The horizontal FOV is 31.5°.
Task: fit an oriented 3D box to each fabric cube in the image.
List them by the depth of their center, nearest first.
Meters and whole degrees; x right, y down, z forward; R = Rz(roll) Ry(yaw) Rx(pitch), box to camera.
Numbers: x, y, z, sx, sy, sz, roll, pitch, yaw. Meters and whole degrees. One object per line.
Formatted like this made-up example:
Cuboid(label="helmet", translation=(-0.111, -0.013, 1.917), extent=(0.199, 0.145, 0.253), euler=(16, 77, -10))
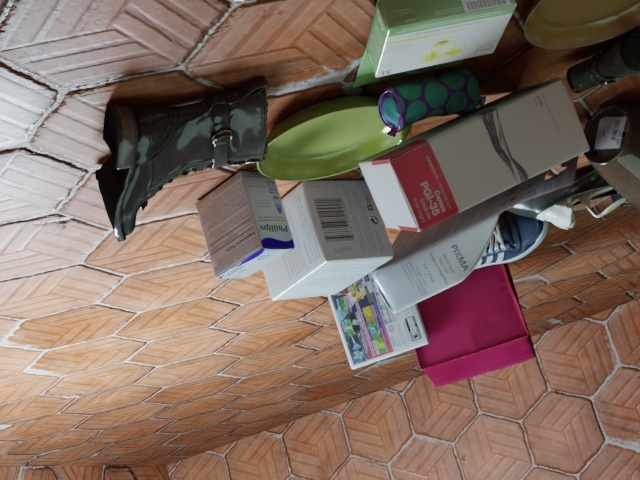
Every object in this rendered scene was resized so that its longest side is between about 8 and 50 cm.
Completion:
Cuboid(label="fabric cube", translation=(0.328, 0.163, 2.586), extent=(0.254, 0.259, 0.258), euler=(-18, 160, 10))

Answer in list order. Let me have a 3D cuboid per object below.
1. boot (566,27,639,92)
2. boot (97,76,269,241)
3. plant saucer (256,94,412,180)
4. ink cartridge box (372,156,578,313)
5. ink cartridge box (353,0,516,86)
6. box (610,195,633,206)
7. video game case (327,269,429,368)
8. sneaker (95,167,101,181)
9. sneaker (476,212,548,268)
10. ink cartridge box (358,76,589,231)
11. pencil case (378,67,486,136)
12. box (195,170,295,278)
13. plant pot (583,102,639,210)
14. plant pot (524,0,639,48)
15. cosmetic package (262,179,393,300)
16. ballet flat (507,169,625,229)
Cuboid(label="boot", translation=(0.498, -0.284, 1.695), extent=(0.247, 0.083, 0.161), euler=(-14, 178, -25))
Cuboid(label="boot", translation=(-0.180, -0.105, 1.549), extent=(0.229, 0.091, 0.263), euler=(-10, 145, -23))
Cuboid(label="plant saucer", translation=(0.017, -0.157, 1.697), extent=(0.241, 0.037, 0.241), euler=(-15, 163, -5))
Cuboid(label="ink cartridge box", translation=(0.302, -0.024, 2.046), extent=(0.385, 0.091, 0.308), euler=(-25, -172, 20))
Cuboid(label="ink cartridge box", translation=(0.143, -0.253, 1.490), extent=(0.171, 0.056, 0.235), euler=(-13, 160, -11))
Cuboid(label="box", translation=(0.729, -0.108, 2.477), extent=(0.162, 0.029, 0.116), euler=(-2, 158, -41))
Cuboid(label="video game case", translation=(0.123, 0.159, 2.480), extent=(0.184, 0.201, 0.023), euler=(-21, 171, 15))
Cuboid(label="sneaker", translation=(-0.275, -0.102, 1.608), extent=(0.109, 0.040, 0.044), euler=(-28, 153, 27))
Cuboid(label="sneaker", translation=(0.325, 0.005, 2.357), extent=(0.282, 0.099, 0.153), euler=(-23, 163, 30))
Cuboid(label="ink cartridge box", translation=(0.221, -0.124, 1.666), extent=(0.283, 0.117, 0.207), euler=(-25, -174, -8))
Cuboid(label="pencil case", translation=(0.156, -0.197, 1.607), extent=(0.152, 0.070, 0.064), euler=(-17, -152, -29))
Cuboid(label="box", translation=(-0.122, -0.024, 1.815), extent=(0.072, 0.137, 0.126), euler=(1, 156, -44))
Cuboid(label="plant pot", translation=(0.571, -0.153, 1.966), extent=(0.230, 0.215, 0.215), euler=(17, 146, -34))
Cuboid(label="plant pot", translation=(0.380, -0.328, 1.500), extent=(0.236, 0.032, 0.236), euler=(-14, 163, -4))
Cuboid(label="cosmetic package", translation=(0.000, 0.000, 1.973), extent=(0.152, 0.151, 0.184), euler=(-3, 159, -37))
Cuboid(label="ballet flat", translation=(0.512, -0.083, 2.254), extent=(0.281, 0.096, 0.095), euler=(-21, 162, 16))
